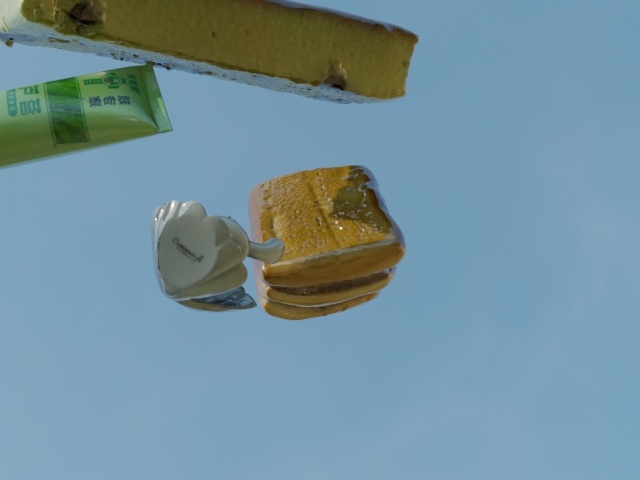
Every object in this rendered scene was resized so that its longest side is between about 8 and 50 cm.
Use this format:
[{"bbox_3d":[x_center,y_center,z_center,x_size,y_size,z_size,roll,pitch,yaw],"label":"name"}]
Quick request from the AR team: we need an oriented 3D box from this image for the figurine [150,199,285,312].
[{"bbox_3d":[-0.078,0.007,0.720,0.094,0.086,0.082,36,-70,16],"label":"figurine"}]

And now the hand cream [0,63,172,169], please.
[{"bbox_3d":[-0.201,-0.088,0.752,0.175,0.095,0.046,-15,-49,-8],"label":"hand cream"}]

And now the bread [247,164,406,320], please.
[{"bbox_3d":[0.000,0.000,0.851,0.116,0.200,0.077,-6,-66,-5],"label":"bread"}]

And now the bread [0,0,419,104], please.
[{"bbox_3d":[-0.099,-0.179,0.894,0.361,0.138,0.077,6,-86,-32],"label":"bread"}]
